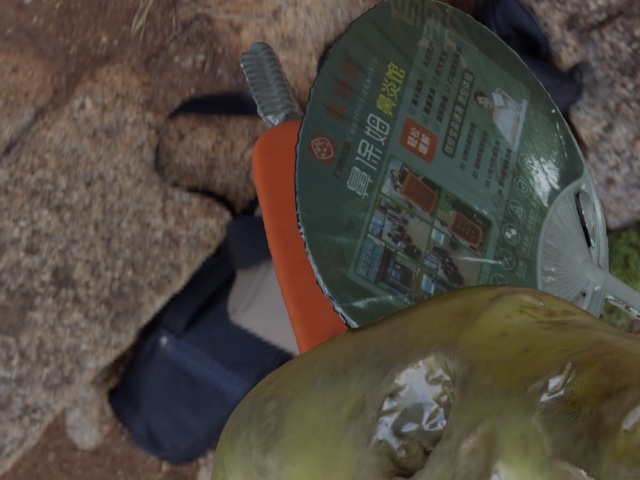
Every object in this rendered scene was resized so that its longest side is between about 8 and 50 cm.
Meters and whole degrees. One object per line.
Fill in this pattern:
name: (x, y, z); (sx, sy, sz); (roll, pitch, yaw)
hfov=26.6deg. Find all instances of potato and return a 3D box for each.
potato: (0.066, 0.114, 0.506); (0.141, 0.296, 0.191); (-20, 87, -29)

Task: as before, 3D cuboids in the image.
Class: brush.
brush: (0.000, 0.000, 0.836); (0.070, 0.323, 0.051); (-21, 149, 0)

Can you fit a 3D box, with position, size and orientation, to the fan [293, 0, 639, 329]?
fan: (0.095, 0.008, 0.701); (0.294, 0.223, 0.012); (54, 138, 0)
